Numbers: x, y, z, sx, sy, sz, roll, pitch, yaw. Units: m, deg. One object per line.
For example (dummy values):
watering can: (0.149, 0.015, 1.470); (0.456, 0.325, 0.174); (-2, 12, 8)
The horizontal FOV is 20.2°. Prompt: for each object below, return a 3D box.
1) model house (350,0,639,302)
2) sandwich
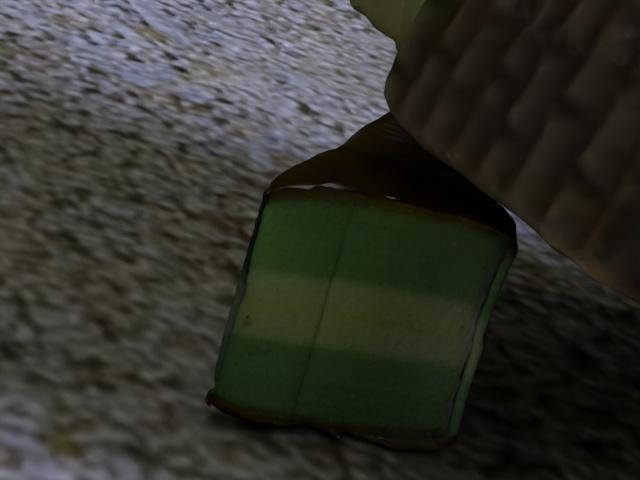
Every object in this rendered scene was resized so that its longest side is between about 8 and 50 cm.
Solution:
model house: (0.192, -0.069, 0.514); (0.321, 0.261, 0.266); (31, 14, -2)
sandwich: (0.000, 0.000, 0.528); (0.074, 0.074, 0.116); (10, 20, -17)
